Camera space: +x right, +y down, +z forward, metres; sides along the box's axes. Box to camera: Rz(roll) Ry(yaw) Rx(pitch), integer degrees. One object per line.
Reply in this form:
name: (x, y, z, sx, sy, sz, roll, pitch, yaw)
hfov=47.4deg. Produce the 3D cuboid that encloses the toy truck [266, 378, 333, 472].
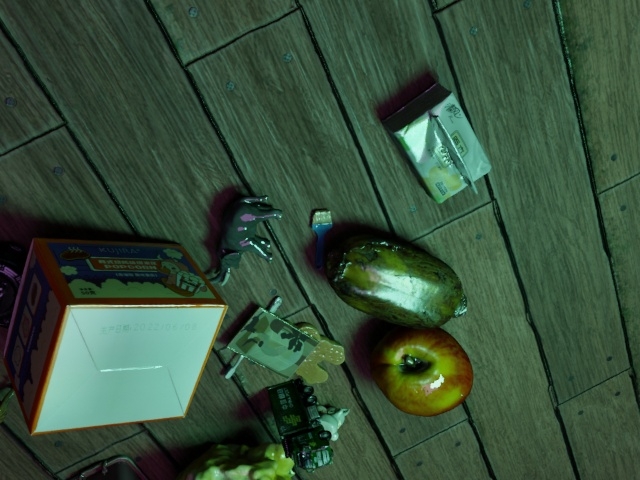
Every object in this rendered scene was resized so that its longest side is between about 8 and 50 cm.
toy truck: (-0.051, 0.468, 1.858, 0.121, 0.259, 0.088, -14, 121, -9)

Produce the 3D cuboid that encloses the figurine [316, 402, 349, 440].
figurine: (0.024, 0.477, 1.991, 0.081, 0.146, 0.098, -40, 91, 23)

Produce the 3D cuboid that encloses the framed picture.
framed picture: (-0.117, 0.261, 1.833, 0.200, 0.010, 0.136, 35, 102, -27)

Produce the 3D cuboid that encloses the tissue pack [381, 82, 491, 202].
tissue pack: (0.274, -0.206, 1.643, 0.159, 0.145, 0.229, -34, 122, 5)

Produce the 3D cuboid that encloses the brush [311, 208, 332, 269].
brush: (0.000, 0.000, 1.755, 0.051, 0.014, 0.164, -3, 120, -13)

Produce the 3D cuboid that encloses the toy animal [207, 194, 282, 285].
toy animal: (-0.175, 0.009, 1.670, 0.137, 0.082, 0.270, 14, 117, -20)

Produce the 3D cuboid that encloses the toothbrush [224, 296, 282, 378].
toothbrush: (-0.170, 0.247, 1.835, 0.022, 0.026, 0.263, 25, 109, -34)

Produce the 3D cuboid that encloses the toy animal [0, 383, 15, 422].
toy animal: (-0.779, 0.422, 1.706, 0.241, 0.099, 0.056, -45, 122, 12)

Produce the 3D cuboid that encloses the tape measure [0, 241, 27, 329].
tape measure: (-0.704, 0.095, 1.541, 0.198, 0.112, 0.186, 13, 112, -24)

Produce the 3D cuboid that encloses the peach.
peach: (0.262, 0.335, 1.896, 0.280, 0.281, 0.238, 14, 75, -23)

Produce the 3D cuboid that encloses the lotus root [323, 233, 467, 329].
lotus root: (0.192, 0.105, 1.773, 0.397, 0.179, 0.196, 21, 112, -26)

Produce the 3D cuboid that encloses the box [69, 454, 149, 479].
box: (-0.529, 0.736, 1.921, 0.193, 0.167, 0.294, -25, 122, 0)

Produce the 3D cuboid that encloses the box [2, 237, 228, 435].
box: (-0.437, 0.190, 1.530, 0.348, 0.257, 0.319, 3, 118, -39)

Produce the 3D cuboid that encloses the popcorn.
popcorn: (-0.214, 0.713, 1.899, 0.343, 0.354, 0.390, 7, 119, -30)

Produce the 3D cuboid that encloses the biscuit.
biscuit: (-0.051, 0.283, 1.885, 0.236, 0.040, 0.144, 36, 96, -25)
